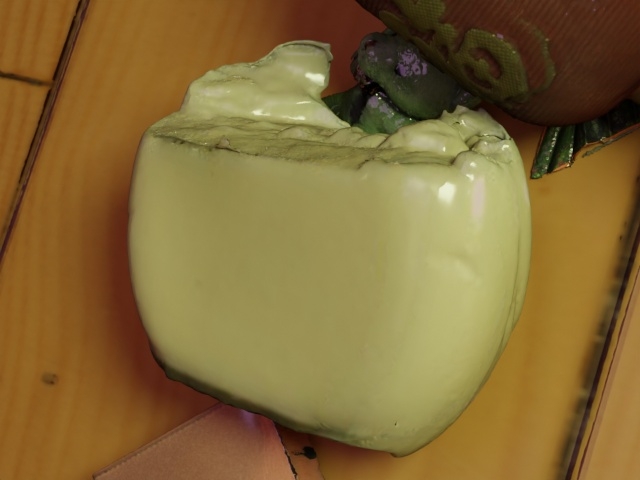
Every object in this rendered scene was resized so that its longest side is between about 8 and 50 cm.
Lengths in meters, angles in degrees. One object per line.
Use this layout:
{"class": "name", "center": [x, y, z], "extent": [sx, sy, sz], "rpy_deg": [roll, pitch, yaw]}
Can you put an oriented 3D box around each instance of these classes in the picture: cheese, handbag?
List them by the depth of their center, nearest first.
{"class": "cheese", "center": [0.000, 0.000, 0.730], "extent": [0.266, 0.127, 0.233], "rpy_deg": [15, 103, 33]}
{"class": "handbag", "center": [-0.056, 0.220, 0.772], "extent": [0.157, 0.059, 0.212], "rpy_deg": [-31, 63, 17]}

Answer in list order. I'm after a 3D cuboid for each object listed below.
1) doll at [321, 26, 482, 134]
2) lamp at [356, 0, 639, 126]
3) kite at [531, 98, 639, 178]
{"class": "doll", "center": [0.037, -0.092, 0.802], "extent": [0.150, 0.078, 0.115], "rpy_deg": [-40, 51, 27]}
{"class": "lamp", "center": [0.110, -0.169, 0.689], "extent": [0.258, 0.180, 0.180], "rpy_deg": [37, 96, 3]}
{"class": "kite", "center": [0.225, -0.123, 0.738], "extent": [0.241, 0.014, 0.183], "rpy_deg": [-25, 67, 20]}
